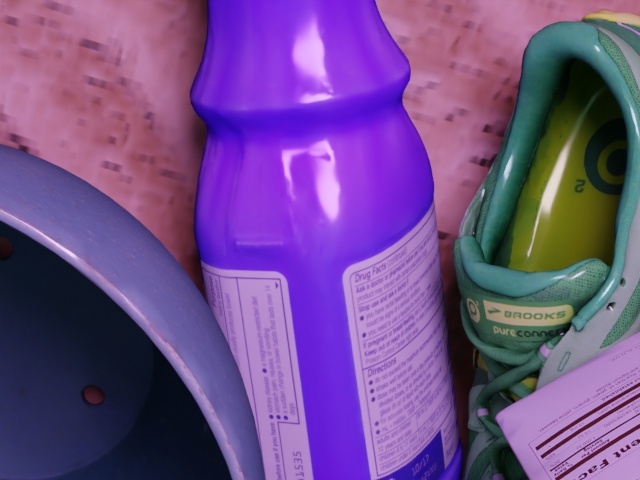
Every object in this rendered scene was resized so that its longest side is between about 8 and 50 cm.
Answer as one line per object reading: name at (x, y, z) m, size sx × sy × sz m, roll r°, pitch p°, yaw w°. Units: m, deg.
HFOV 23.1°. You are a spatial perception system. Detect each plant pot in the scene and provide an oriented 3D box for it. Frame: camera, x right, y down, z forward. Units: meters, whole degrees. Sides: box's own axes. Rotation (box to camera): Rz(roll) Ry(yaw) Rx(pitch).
plant pot at (-0.152, 0.077, 0.622) m, size 0.290 × 0.195 × 0.290 m, roll 2°, pitch 110°, yaw 6°

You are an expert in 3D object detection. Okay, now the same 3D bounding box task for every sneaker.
sneaker at (0.094, 0.047, 0.656) m, size 0.123 × 0.109 × 0.296 m, roll 12°, pitch 83°, yaw -50°

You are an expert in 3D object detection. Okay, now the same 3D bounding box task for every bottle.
bottle at (0.000, 0.000, 0.665) m, size 0.092 × 0.118 × 0.283 m, roll 1°, pitch 111°, yaw 24°

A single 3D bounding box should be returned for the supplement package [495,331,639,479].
supplement package at (0.186, 0.136, 0.519) m, size 0.149 × 0.203 × 0.194 m, roll -30°, pitch 109°, yaw 2°
